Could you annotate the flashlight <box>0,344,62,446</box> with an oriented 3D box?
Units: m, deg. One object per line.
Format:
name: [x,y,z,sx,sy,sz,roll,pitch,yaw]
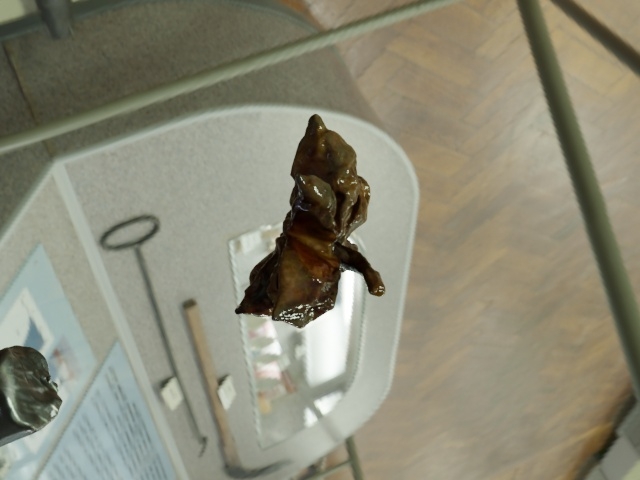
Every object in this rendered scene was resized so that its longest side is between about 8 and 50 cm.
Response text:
flashlight: [-0.476,0.230,0.991,0.424,0.103,0.103,-25,152,18]

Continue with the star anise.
star anise: [-0.005,0.001,0.825,0.111,0.212,0.196,18,154,-12]
